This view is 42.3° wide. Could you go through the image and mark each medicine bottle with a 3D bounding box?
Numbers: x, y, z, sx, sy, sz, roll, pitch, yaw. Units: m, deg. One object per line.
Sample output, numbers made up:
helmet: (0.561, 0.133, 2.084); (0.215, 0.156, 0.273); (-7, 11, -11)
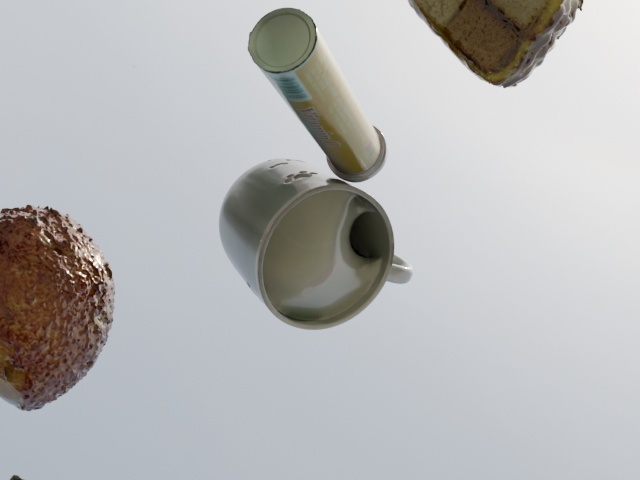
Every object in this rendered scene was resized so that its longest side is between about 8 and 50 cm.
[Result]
medicine bottle: (0.011, -0.200, 1.224); (0.108, 0.426, 0.108); (-4, -105, 14)

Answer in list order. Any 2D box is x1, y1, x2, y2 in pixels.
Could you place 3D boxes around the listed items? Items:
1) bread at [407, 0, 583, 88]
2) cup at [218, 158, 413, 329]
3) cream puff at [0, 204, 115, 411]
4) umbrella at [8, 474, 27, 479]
bread: (0.224, -0.323, 1.080); (0.222, 0.096, 0.181); (51, -59, 16)
cup: (0.000, 0.000, 1.526); (0.274, 0.356, 0.260); (38, -71, 58)
cream puff: (-0.457, 0.103, 1.370); (0.228, 0.350, 0.351); (-5, -121, -19)
umbrella: (-0.515, 0.417, 1.040); (0.094, 0.143, 0.348); (30, -146, 29)
